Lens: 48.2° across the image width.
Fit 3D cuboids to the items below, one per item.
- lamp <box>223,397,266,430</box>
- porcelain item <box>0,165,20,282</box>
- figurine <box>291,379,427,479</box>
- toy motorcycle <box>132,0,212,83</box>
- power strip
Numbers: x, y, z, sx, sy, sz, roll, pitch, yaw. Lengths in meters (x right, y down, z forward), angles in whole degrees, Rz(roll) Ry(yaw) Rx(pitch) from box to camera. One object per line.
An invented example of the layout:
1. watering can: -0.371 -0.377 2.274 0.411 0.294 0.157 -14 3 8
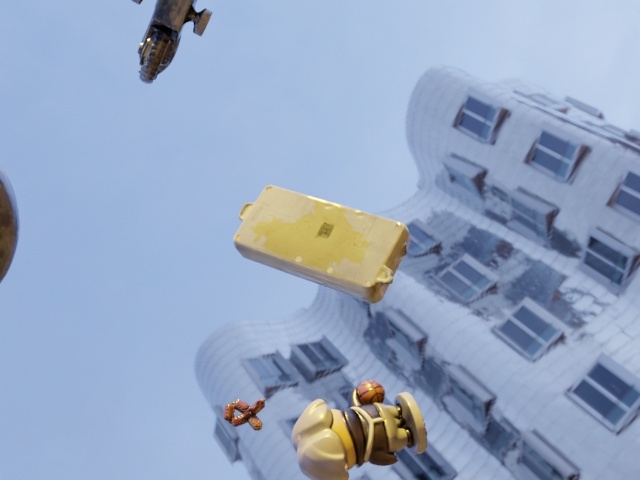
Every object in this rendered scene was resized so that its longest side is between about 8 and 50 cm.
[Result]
1. lamp: -0.149 0.334 1.389 0.031 0.083 0.063 46 -131 -64
2. porcelain item: -0.299 -0.013 0.524 0.147 0.114 0.147 -4 -81 -24
3. figurine: 0.063 0.355 1.336 0.237 0.176 0.133 -12 -40 -16
4. toy motorcycle: -0.176 -0.314 0.898 0.092 0.135 0.254 22 -66 -15
5. power strip: 0.000 0.000 1.022 0.118 0.271 0.046 -60 -30 -22
